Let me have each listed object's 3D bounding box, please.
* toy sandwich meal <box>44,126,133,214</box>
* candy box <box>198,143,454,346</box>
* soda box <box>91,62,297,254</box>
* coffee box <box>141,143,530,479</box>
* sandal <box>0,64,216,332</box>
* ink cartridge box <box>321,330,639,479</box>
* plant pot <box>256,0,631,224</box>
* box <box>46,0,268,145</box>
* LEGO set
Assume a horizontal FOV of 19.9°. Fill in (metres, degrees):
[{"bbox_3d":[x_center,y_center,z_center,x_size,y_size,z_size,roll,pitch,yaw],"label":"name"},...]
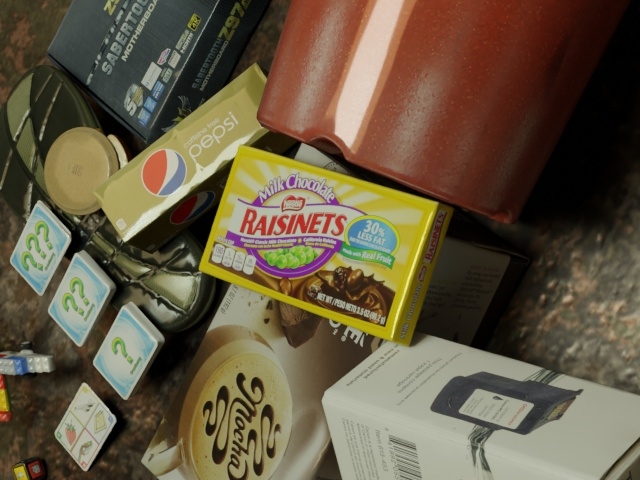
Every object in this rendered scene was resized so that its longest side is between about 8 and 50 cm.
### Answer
[{"bbox_3d":[-0.203,-0.062,1.595,0.085,0.029,0.086,-1,88,26],"label":"toy sandwich meal"},{"bbox_3d":[0.000,0.000,1.341,0.206,0.027,0.105,18,87,42],"label":"candy box"},{"bbox_3d":[-0.099,-0.068,1.542,0.181,0.061,0.058,-38,71,8],"label":"soda box"},{"bbox_3d":[0.008,0.094,1.412,0.168,0.119,0.297,38,105,41],"label":"coffee box"},{"bbox_3d":[-0.196,-0.031,1.654,0.120,0.086,0.303,-46,68,17],"label":"sandal"},{"bbox_3d":[0.132,0.177,1.245,0.237,0.100,0.172,14,129,42],"label":"ink cartridge box"},{"bbox_3d":[0.093,-0.168,1.287,0.272,0.272,0.265,26,95,42],"label":"plant pot"},{"bbox_3d":[-0.137,-0.222,1.654,0.183,0.059,0.233,42,107,40],"label":"box"},{"bbox_3d":[-0.256,0.113,1.638,0.182,0.060,0.244,46,127,19],"label":"LEGO set"}]
